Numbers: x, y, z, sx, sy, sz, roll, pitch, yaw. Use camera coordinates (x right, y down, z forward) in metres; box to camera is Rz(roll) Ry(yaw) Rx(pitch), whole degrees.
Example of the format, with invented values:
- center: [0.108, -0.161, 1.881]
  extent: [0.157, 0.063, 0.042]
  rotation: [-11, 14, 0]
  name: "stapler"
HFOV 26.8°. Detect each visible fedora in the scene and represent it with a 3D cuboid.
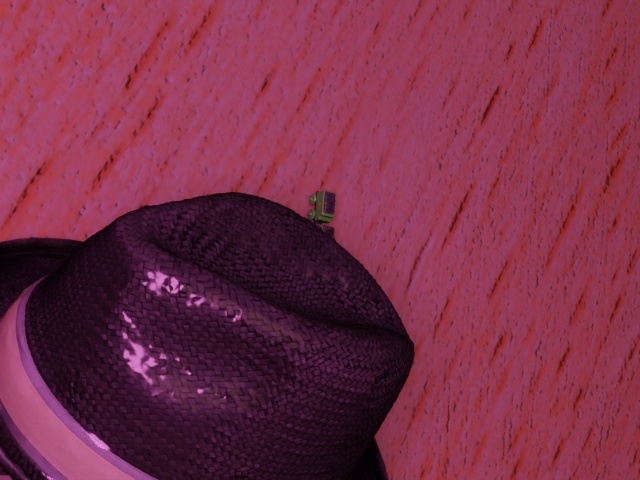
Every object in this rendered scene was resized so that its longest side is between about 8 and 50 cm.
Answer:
- center: [-0.059, 0.065, 0.846]
  extent: [0.334, 0.152, 0.334]
  rotation: [32, 24, -16]
  name: "fedora"

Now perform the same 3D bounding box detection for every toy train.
- center: [0.000, 0.000, 1.066]
  extent: [0.017, 0.023, 0.083]
  rotation: [12, 76, -35]
  name: "toy train"

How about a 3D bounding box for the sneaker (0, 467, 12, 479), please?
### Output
- center: [-0.140, 0.173, 0.894]
  extent: [0.271, 0.100, 0.108]
  rotation: [21, 86, -29]
  name: "sneaker"
